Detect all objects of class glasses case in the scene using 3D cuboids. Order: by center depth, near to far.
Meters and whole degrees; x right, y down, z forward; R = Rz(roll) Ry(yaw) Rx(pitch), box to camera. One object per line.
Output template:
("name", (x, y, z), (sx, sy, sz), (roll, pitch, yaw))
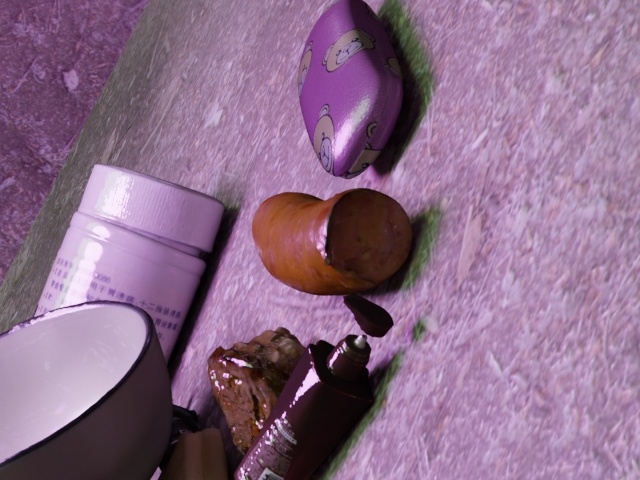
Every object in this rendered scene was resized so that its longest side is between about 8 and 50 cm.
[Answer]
("glasses case", (0.029, -0.170, 1.753), (0.123, 0.075, 0.316), (-60, 19, 22))

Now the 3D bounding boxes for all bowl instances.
("bowl", (-0.305, 0.236, 1.787), (0.353, 0.185, 0.354), (-21, 22, 9))

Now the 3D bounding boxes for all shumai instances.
("shumai", (-0.050, 0.151, 1.617), (0.139, 0.105, 0.123), (-167, 55, -82))

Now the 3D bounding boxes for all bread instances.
("bread", (-0.141, 0.297, 1.721), (0.139, 0.060, 0.178), (-62, 18, 20))

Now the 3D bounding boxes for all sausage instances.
("sausage", (0.001, 0.001, 1.598), (0.109, 0.108, 0.270), (-69, 18, -4))

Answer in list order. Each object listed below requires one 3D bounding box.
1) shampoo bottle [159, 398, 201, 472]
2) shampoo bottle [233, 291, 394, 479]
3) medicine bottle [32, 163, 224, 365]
("shampoo bottle", (-0.172, 0.225, 1.905), (0.064, 0.057, 0.207), (-66, 18, 6))
("shampoo bottle", (-0.005, 0.149, 1.481), (0.236, 0.068, 0.067), (-57, 18, 30))
("medicine bottle", (-0.267, 0.073, 2.149), (0.332, 0.190, 0.190), (-68, 17, -2))
